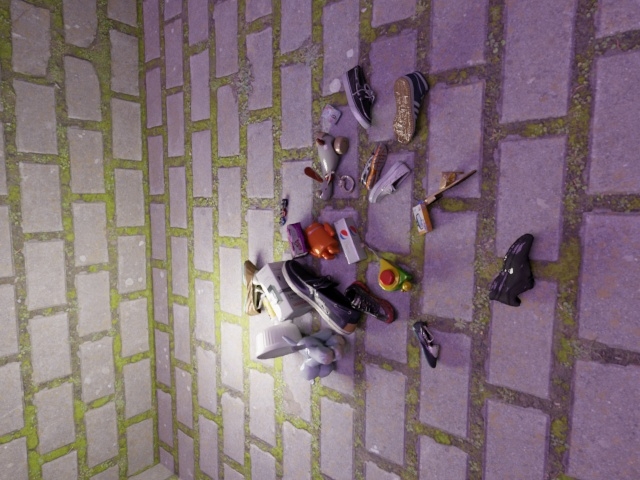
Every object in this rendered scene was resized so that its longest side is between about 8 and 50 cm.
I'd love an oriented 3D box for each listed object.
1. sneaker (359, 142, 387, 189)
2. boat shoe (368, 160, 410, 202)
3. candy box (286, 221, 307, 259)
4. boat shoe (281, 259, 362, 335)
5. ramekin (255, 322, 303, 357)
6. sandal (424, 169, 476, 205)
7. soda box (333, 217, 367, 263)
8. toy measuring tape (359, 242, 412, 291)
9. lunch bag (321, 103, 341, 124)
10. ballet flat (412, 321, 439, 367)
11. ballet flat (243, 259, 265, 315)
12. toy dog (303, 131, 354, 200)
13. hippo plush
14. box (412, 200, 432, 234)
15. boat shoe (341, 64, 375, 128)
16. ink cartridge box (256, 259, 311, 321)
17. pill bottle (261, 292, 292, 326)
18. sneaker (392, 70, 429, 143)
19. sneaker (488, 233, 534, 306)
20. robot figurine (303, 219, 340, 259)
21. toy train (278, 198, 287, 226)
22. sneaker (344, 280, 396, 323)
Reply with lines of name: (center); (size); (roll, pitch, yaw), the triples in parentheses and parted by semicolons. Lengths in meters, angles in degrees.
sneaker: (0.231, -0.340, 1.812); (0.083, 0.084, 0.215); (35, 116, 37)
boat shoe: (0.300, -0.241, 1.761); (0.076, 0.083, 0.226); (50, 121, 26)
candy box: (-0.124, 0.007, 2.052); (0.233, 0.071, 0.159); (123, 133, -80)
boat shoe: (0.008, 0.247, 1.991); (0.500, 0.187, 0.156); (42, 113, 23)
ramekin: (-0.222, 0.538, 2.156); (0.273, 0.273, 0.127); (-34, 60, 36)
sandal: (0.495, -0.235, 1.601); (0.240, 0.088, 0.079); (-40, 75, 40)
soda box: (0.144, 0.000, 1.917); (0.069, 0.074, 0.216); (-29, 76, 37)
toy measuring tape: (0.276, 0.136, 1.806); (0.330, 0.121, 0.121); (39, 117, 39)
lunch bag: (0.055, -0.611, 1.947); (0.083, 0.053, 0.071); (43, 121, 18)
ballet flat: (0.459, 0.438, 1.707); (0.074, 0.074, 0.203); (-33, 72, 36)
ballet flat: (-0.384, 0.283, 2.364); (0.124, 0.116, 0.342); (5, 98, 19)
toy dog: (0.021, -0.365, 1.927); (0.220, 0.161, 0.333); (-8, 89, 40)
hippo plush: (-0.015, 0.602, 1.991); (0.234, 0.294, 0.236); (34, 125, 56)
box: (0.424, -0.097, 1.682); (0.081, 0.028, 0.136); (137, 118, -78)
boat shoe: (0.188, -0.647, 1.800); (0.105, 0.113, 0.306); (-27, 62, 31)
ink cartridge box: (-0.174, 0.258, 2.115); (0.121, 0.211, 0.289); (-42, 69, 32)
pill bottle: (-0.241, 0.381, 2.238); (0.119, 0.119, 0.208); (-37, 71, 35)
sneaker: (0.379, -0.556, 1.673); (0.099, 0.153, 0.282); (22, 138, 33)
sneaker: (0.718, 0.111, 1.455); (0.130, 0.109, 0.286); (26, 119, 28)
robot figurine: (-0.001, 0.001, 2.001); (0.219, 0.128, 0.158); (50, 153, 25)
toy train: (-0.203, -0.152, 2.218); (0.036, 0.027, 0.158); (14, 103, 26)
sneaker: (0.217, 0.292, 1.848); (0.276, 0.135, 0.097); (38, 114, 29)
